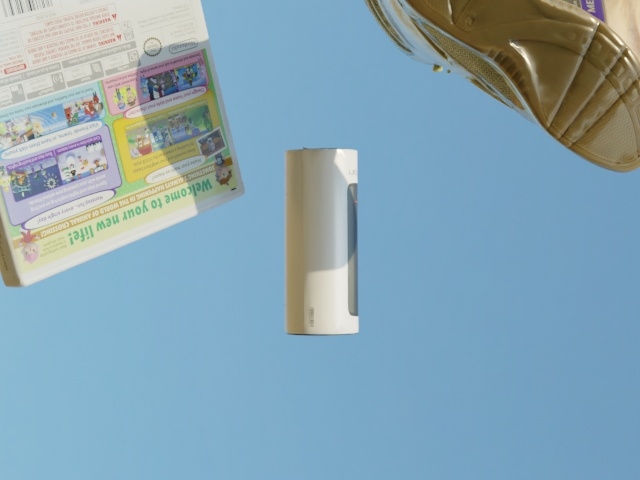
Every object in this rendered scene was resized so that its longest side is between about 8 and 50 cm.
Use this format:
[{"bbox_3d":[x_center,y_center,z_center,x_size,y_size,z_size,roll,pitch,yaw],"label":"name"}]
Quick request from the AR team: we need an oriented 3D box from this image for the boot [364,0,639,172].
[{"bbox_3d":[0.123,-0.128,1.023,0.077,0.213,0.165,-54,-167,-1],"label":"boot"}]

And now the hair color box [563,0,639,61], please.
[{"bbox_3d":[0.290,-0.267,1.219,0.110,0.339,0.185,19,-46,47],"label":"hair color box"}]

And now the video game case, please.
[{"bbox_3d":[-0.147,-0.092,0.999,0.023,0.212,0.193,-2,-74,41],"label":"video game case"}]

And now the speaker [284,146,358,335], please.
[{"bbox_3d":[0.000,0.000,1.098,0.055,0.055,0.136,-1,-92,46],"label":"speaker"}]
